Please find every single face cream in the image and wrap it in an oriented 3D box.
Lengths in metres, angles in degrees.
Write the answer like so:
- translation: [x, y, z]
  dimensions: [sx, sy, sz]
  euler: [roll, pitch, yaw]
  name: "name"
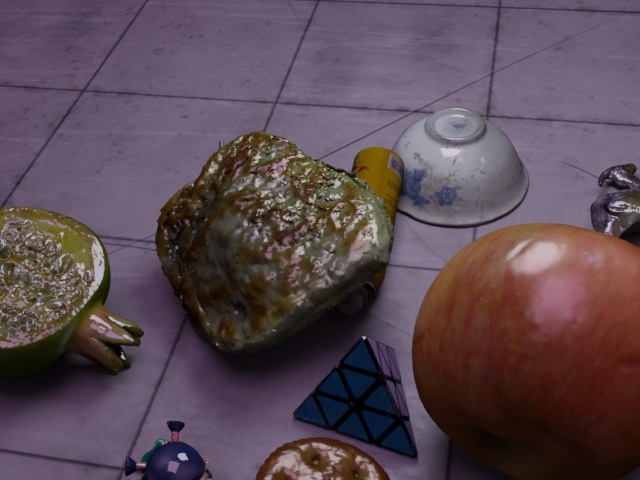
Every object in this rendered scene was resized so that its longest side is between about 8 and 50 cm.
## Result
- translation: [0.084, -0.016, 1.578]
  dimensions: [0.105, 0.105, 0.349]
  euler: [5, 54, 11]
  name: "face cream"

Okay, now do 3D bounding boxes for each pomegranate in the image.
- translation: [-0.481, 0.123, 1.452]
  dimensions: [0.358, 0.216, 0.310]
  euler: [33, 49, -4]
  name: "pomegranate"

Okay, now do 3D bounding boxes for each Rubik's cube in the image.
- translation: [0.078, 0.192, 1.333]
  dimensions: [0.211, 0.178, 0.190]
  euler: [12, 43, 16]
  name: "Rubik's cube"

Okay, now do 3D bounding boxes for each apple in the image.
- translation: [0.328, 0.164, 1.200]
  dimensions: [0.391, 0.391, 0.346]
  euler: [22, 70, 25]
  name: "apple"

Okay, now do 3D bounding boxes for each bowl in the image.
- translation: [0.273, -0.182, 1.721]
  dimensions: [0.313, 0.146, 0.313]
  euler: [-3, 45, 3]
  name: "bowl"

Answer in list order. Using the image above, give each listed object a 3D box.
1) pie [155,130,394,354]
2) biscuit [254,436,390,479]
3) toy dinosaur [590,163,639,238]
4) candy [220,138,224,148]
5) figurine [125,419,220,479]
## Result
- translation: [-0.093, 0.009, 1.461]
  dimensions: [0.395, 0.180, 0.418]
  euler: [-47, 49, -3]
  name: "pie"
- translation: [0.004, 0.380, 1.197]
  dimensions: [0.220, 0.066, 0.220]
  euler: [10, 38, -8]
  name: "biscuit"
- translation: [0.603, -0.057, 1.613]
  dimensions: [0.162, 0.077, 0.294]
  euler: [10, 31, 21]
  name: "toy dinosaur"
- translation: [-0.214, -0.174, 1.837]
  dimensions: [0.062, 0.058, 0.194]
  euler: [0, 35, -6]
  name: "candy"
- translation: [-0.186, 0.357, 1.238]
  dimensions: [0.195, 0.102, 0.111]
  euler: [24, 50, 28]
  name: "figurine"
